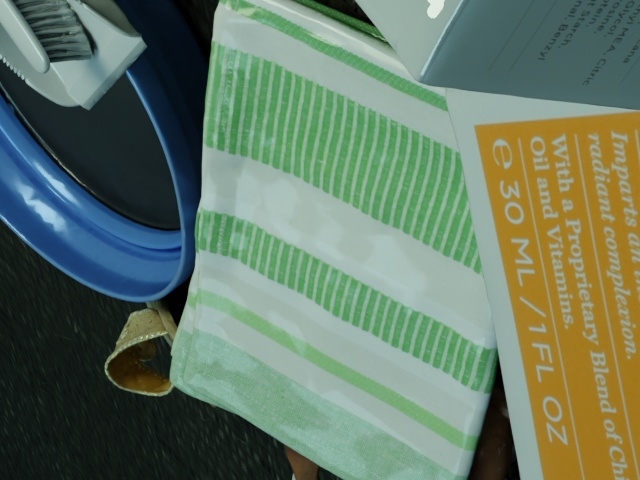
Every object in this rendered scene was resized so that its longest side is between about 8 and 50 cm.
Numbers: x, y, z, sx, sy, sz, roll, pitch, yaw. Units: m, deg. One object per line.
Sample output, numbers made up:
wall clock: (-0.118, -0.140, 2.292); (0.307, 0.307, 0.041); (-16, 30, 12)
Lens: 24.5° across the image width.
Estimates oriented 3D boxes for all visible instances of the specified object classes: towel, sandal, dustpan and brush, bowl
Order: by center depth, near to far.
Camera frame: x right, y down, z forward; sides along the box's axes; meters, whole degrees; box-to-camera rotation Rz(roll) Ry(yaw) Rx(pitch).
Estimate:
towel: (0.012, 0.013, 0.966); (0.248, 0.038, 0.325); (26, 124, 25)
dustpan and brush: (-0.224, -0.179, 0.999); (0.211, 0.060, 0.147); (53, 151, -4)
bowl: (-0.219, -0.130, 1.190); (0.391, 0.077, 0.391); (34, 147, 26)
sandal: (-0.149, 0.098, 1.278); (0.088, 0.079, 0.240); (66, 166, -20)

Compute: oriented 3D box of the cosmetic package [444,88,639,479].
cosmetic package: (0.267, 0.018, 0.545); (0.453, 0.161, 0.230); (-1, 104, 54)

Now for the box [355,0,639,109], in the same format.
box: (0.071, -0.166, 0.474); (0.181, 0.119, 0.182); (56, 130, 37)

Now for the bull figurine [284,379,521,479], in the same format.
bull figurine: (0.034, 0.140, 1.113); (0.310, 0.101, 0.188); (16, 130, 43)
